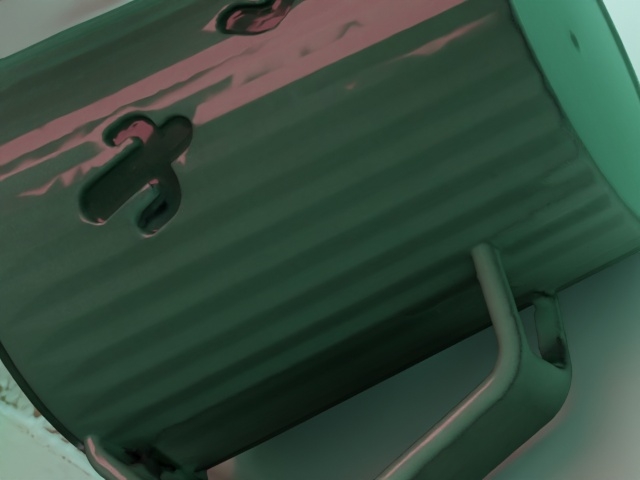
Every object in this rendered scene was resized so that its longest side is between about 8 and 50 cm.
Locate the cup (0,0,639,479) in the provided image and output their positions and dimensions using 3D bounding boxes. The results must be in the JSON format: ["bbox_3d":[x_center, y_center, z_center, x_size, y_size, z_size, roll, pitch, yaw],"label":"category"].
[{"bbox_3d":[0.009,-0.006,0.939,0.392,0.401,0.310,-24,-1,24],"label":"cup"}]
